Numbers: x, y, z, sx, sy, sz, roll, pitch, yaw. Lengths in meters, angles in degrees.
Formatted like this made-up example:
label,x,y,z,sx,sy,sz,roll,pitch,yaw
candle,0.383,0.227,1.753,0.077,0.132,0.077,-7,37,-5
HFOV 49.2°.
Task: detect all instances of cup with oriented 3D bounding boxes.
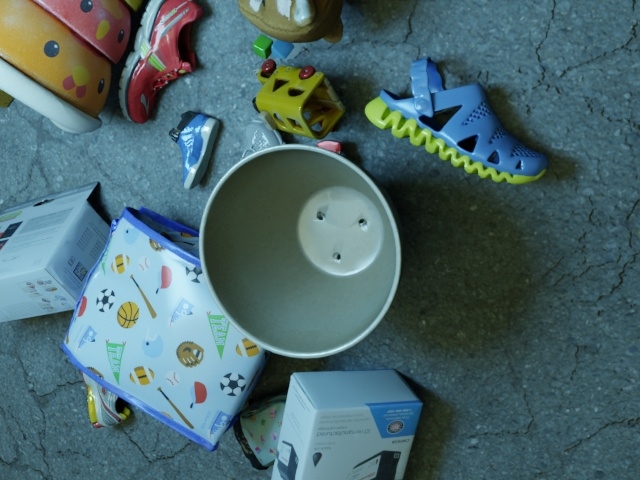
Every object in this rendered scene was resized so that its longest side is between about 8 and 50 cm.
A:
label,x,y,z,sx,sy,sz,roll,pitch,yaw
cup,0.000,0.000,1.167,0.331,0.237,0.331,4,101,19

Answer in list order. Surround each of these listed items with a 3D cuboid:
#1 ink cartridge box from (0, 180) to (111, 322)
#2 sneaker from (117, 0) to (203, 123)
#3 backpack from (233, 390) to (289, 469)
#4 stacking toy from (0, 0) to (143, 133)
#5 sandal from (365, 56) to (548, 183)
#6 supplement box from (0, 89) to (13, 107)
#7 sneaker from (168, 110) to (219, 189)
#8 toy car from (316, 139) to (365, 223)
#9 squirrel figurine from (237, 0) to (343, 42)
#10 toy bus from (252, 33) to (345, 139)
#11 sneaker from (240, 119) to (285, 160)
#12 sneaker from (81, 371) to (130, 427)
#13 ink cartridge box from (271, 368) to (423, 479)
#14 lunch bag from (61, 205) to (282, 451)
label,x,y,z,sx,sy,sz,roll,pitch,yaw
ink cartridge box,-0.612,0.029,1.526,0.309,0.272,0.130,-11,131,25
sneaker,-0.303,-0.339,1.345,0.118,0.107,0.279,26,117,-1
backpack,-0.082,0.386,1.442,0.182,0.115,0.152,-32,88,23
stacking toy,-0.435,-0.470,1.259,0.350,0.350,0.480,36,92,9
sandal,0.233,-0.198,1.154,0.317,0.126,0.138,29,109,11
supplement box,-0.658,-0.382,1.487,0.233,0.080,0.078,-39,87,27
sneaker,-0.264,-0.182,1.389,0.084,0.058,0.152,24,108,9
toy car,0.012,-0.044,1.320,0.225,0.053,0.239,-34,89,26
squirrel figurine,0.027,-0.490,1.054,0.397,0.281,0.370,3,94,11
toy bus,-0.061,-0.241,1.220,0.191,0.202,0.104,36,74,-1
sneaker,-0.125,-0.086,1.301,0.105,0.115,0.281,0,91,48
sneaker,-0.490,0.319,1.618,0.093,0.088,0.225,-6,103,2
ink cartridge box,0.041,0.411,1.330,0.223,0.129,0.307,2,111,-24
lunch bag,-0.278,0.153,1.366,0.385,0.239,0.328,26,97,5
